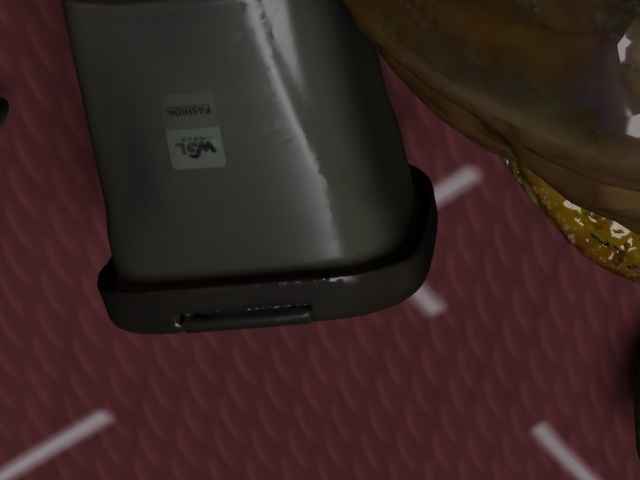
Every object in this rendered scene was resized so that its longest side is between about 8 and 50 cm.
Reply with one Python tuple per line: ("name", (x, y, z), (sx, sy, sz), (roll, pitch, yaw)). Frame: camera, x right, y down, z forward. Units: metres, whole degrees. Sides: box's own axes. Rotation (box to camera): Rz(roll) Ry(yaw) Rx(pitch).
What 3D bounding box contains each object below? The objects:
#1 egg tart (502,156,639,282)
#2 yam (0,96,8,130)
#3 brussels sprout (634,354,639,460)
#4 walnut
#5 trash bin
("egg tart", (0.269, -0.067, 1.315), (0.291, 0.107, 0.291), (22, 144, 17))
("yam", (-0.321, -0.132, 1.195), (0.264, 0.046, 0.046), (29, 116, -30))
("brussels sprout", (0.326, 0.129, 1.504), (0.155, 0.117, 0.155), (6, 140, 5))
("walnut", (0.178, -0.177, 1.028), (0.384, 0.383, 0.383), (-6, 128, -8))
("trash bin", (-0.050, -0.085, 1.190), (0.220, 0.219, 0.250), (-6, 122, 9))
